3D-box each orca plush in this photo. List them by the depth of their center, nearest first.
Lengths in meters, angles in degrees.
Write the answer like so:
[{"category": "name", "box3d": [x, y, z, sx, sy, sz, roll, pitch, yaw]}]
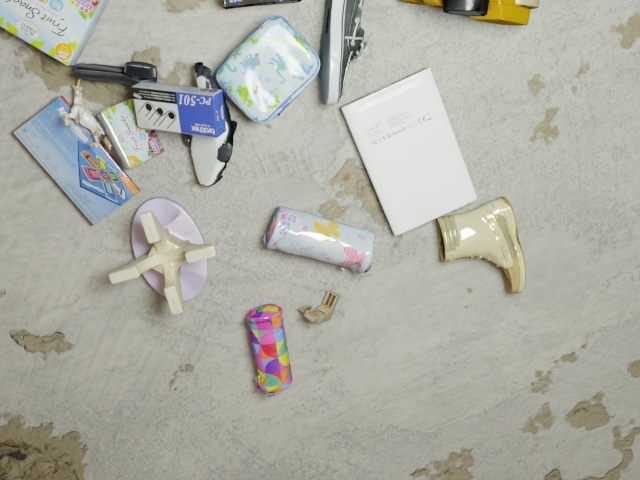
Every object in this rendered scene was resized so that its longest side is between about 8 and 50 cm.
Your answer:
[{"category": "orca plush", "box3d": [-0.250, -0.277, 1.475, 0.151, 0.102, 0.287, 3, 112, 35]}]

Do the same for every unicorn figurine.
[{"category": "unicorn figurine", "box3d": [-0.541, -0.285, 1.431, 0.060, 0.111, 0.162, -20, 127, 9]}]

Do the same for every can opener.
[{"category": "can opener", "box3d": [-0.466, -0.382, 1.421, 0.186, 0.059, 0.073, 3, 123, -8]}]

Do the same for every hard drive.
[{"category": "hard drive", "box3d": [0.224, -0.216, 1.549, 0.233, 0.047, 0.353, -24, 107, 2]}]

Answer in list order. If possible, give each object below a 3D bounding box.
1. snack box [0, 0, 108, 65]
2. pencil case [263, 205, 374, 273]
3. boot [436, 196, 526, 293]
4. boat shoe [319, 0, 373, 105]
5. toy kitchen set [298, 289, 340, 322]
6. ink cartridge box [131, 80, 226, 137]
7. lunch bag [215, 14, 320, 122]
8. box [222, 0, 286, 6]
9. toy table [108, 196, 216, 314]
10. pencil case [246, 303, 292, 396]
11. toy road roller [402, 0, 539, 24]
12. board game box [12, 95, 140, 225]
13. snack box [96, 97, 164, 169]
[{"category": "snack box", "box3d": [-0.602, -0.513, 1.363, 0.207, 0.070, 0.174, 31, 101, -13]}, {"category": "pencil case", "box3d": [0.000, 0.000, 1.558, 0.273, 0.114, 0.124, 16, 148, -11]}, {"category": "boot", "box3d": [0.416, 0.036, 1.618, 0.203, 0.095, 0.262, -16, 106, -1]}, {"category": "boat shoe", "box3d": [0.061, -0.463, 1.427, 0.104, 0.113, 0.306, 3, 91, -13]}, {"category": "toy kitchen set", "box3d": [-0.009, 0.165, 1.632, 0.068, 0.083, 0.075, 30, 105, 29]}, {"category": "ink cartridge box", "box3d": [-0.315, -0.293, 1.385, 0.207, 0.046, 0.097, 10, 123, 17]}, {"category": "lunch bag", "box3d": [-0.119, -0.391, 1.439, 0.219, 0.090, 0.176, -43, 105, 8]}, {"category": "box", "box3d": [-0.135, -0.601, 1.380, 0.180, 0.077, 0.147, -6, 107, -4]}, {"category": "toy table", "box3d": [-0.371, 0.041, 1.507, 0.252, 0.161, 0.274, -26, 106, 2]}, {"category": "pencil case", "box3d": [-0.135, 0.287, 1.638, 0.104, 0.104, 0.236, -7, 106, -4]}, {"category": "toy road roller", "box3d": [0.328, -0.602, 1.392, 0.329, 0.240, 0.203, -10, 112, -42]}, {"category": "board game box", "box3d": [-0.579, -0.187, 1.486, 0.145, 0.027, 0.281, -34, 107, 6]}, {"category": "snack box", "box3d": [-0.442, -0.251, 1.451, 0.100, 0.037, 0.141, -35, 111, -31]}]
